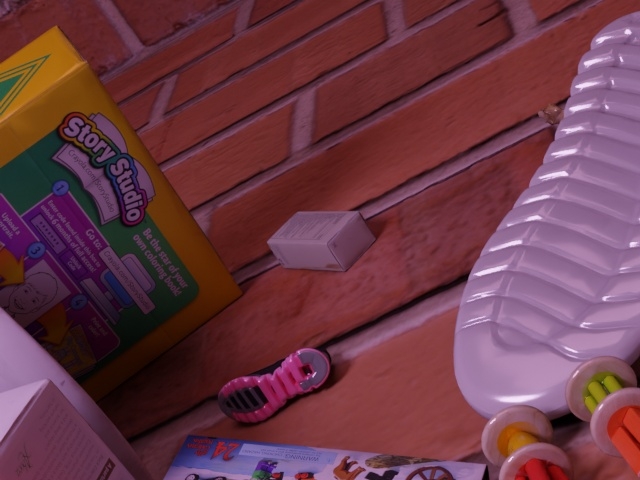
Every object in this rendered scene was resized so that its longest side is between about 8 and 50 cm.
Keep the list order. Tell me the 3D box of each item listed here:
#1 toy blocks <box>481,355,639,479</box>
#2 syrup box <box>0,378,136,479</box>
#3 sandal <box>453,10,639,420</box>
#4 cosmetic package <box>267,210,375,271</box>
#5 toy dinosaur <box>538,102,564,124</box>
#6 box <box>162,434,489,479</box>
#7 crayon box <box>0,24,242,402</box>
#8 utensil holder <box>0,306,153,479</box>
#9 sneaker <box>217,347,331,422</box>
[{"bbox_3d":[0.178,0.149,0.801,0.123,0.054,0.148,-31,23,6],"label":"toy blocks"},{"bbox_3d":[-0.179,0.222,0.885,0.093,0.237,0.096,-19,27,32],"label":"syrup box"},{"bbox_3d":[0.246,-0.018,0.989,0.169,0.102,0.416,6,57,41],"label":"sandal"},{"bbox_3d":[0.000,0.000,1.348,0.060,0.041,0.115,-44,25,-26],"label":"cosmetic package"},{"bbox_3d":[0.288,-0.114,1.131,0.183,0.093,0.053,-17,28,35],"label":"toy dinosaur"},{"bbox_3d":[-0.013,0.212,0.835,0.233,0.044,0.159,2,35,20],"label":"box"},{"bbox_3d":[-0.298,0.013,1.286,0.313,0.363,0.106,-37,43,-9],"label":"crayon box"},{"bbox_3d":[-0.385,0.243,1.014,0.385,0.328,0.327,-46,26,-23],"label":"utensil holder"},{"bbox_3d":[-0.039,0.132,1.147,0.119,0.047,0.057,-24,5,16],"label":"sneaker"}]
